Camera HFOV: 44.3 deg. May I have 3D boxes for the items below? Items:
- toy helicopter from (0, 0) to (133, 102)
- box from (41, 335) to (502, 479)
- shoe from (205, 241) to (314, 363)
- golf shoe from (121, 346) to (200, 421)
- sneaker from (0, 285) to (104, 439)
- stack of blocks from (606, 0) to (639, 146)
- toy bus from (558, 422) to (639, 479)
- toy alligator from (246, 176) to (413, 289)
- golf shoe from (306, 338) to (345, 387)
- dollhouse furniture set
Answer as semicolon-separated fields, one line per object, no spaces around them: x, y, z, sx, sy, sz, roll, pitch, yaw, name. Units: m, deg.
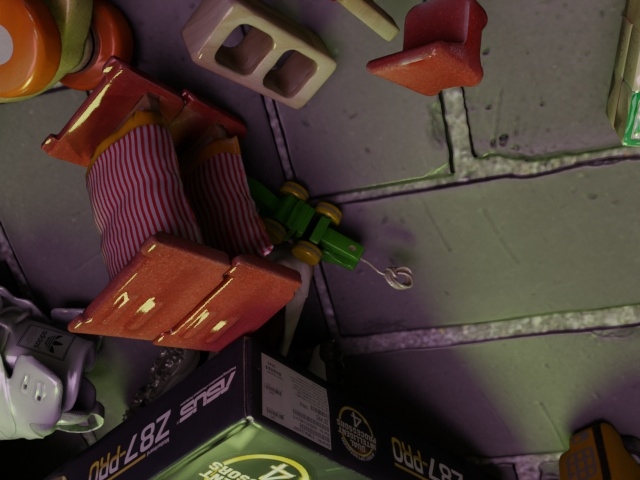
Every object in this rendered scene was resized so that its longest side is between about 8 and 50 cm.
-0.282;-0.292;0.640;0.235;0.140;0.355;12;107;15;toy helicopter
-0.038;0.279;0.789;0.318;0.097;0.395;-34;129;26;box
-0.070;0.104;0.795;0.077;0.058;0.219;22;110;-2;shoe
-0.156;0.174;0.867;0.086;0.069;0.176;25;126;-14;golf shoe
-0.349;0.067;0.807;0.210;0.137;0.365;-1;121;11;sneaker
0.282;-0.219;0.570;0.171;0.087;0.297;5;117;8;stack of blocks
0.353;0.351;0.828;0.130;0.108;0.332;-35;106;25;toy bus
0.000;0.000;0.754;0.190;0.056;0.051;31;158;-6;toy alligator
-0.028;0.186;0.835;0.094;0.077;0.198;14;116;4;golf shoe
-0.044;-0.102;0.598;0.152;0.201;0.374;19;128;-44;dollhouse furniture set
